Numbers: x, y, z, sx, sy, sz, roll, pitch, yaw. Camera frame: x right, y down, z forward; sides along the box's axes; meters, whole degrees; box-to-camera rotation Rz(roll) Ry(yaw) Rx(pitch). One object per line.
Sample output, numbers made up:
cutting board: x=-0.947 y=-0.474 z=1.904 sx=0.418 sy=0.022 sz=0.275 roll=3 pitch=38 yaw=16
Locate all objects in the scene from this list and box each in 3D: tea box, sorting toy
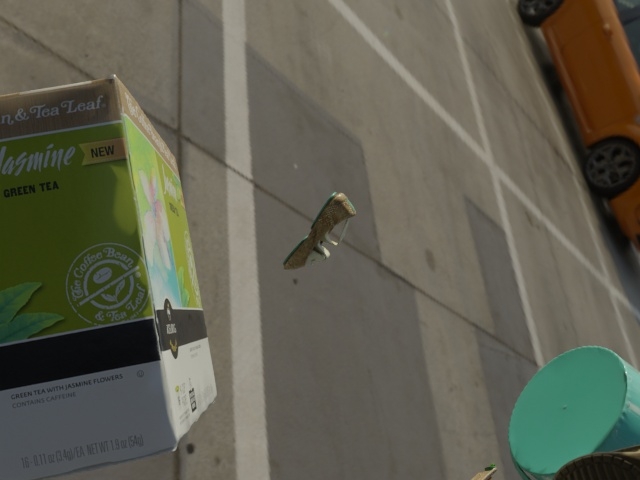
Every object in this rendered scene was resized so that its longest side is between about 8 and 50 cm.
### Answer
tea box: x=-0.252 y=0.047 z=0.734 sx=0.329 sy=0.219 sz=0.324 roll=123 pitch=-44 yaw=-84
sorting toy: x=0.244 y=0.361 z=1.079 sx=0.083 sy=0.062 sz=0.012 roll=-30 pitch=76 yaw=-28

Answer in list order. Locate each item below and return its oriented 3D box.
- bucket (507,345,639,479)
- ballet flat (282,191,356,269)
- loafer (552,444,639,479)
bucket: x=0.456 y=0.322 z=1.165 sx=0.183 sy=0.281 sz=0.281 roll=38 pitch=35 yaw=-14
ballet flat: x=0.000 y=0.000 z=1.386 sx=0.067 sy=0.206 sz=0.073 roll=40 pitch=31 yaw=7
loafer: x=0.423 y=0.305 z=0.895 sx=0.092 sy=0.268 sz=0.102 roll=17 pitch=57 yaw=-42
